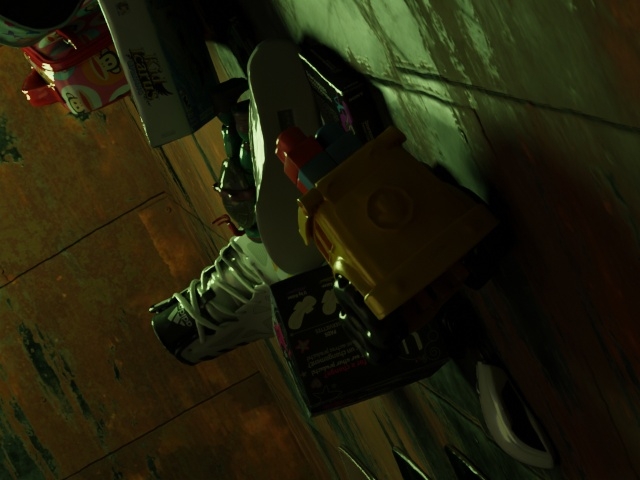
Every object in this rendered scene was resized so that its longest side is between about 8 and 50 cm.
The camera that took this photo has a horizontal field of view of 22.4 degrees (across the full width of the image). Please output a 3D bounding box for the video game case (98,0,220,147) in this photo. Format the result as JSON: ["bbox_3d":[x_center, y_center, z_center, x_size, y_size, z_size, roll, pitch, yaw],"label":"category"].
[{"bbox_3d":[-0.203,-0.258,2.044,0.269,0.061,0.244,-64,-46,-77],"label":"video game case"}]

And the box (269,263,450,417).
[{"bbox_3d":[0.038,0.105,1.780,0.247,0.163,0.142,94,156,-80],"label":"box"}]

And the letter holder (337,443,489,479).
[{"bbox_3d":[0.162,0.357,2.027,0.302,0.152,0.214,42,157,62],"label":"letter holder"}]

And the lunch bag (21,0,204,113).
[{"bbox_3d":[-0.320,-0.282,2.331,0.120,0.258,0.293,59,170,-25],"label":"lunch bag"}]

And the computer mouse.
[{"bbox_3d":[0.178,0.161,1.679,0.193,0.042,0.106,58,169,16],"label":"computer mouse"}]

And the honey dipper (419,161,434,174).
[{"bbox_3d":[0.090,-0.046,1.584,0.030,0.030,0.160,60,174,7],"label":"honey dipper"}]

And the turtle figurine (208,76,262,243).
[{"bbox_3d":[-0.076,-0.081,2.036,0.175,0.118,0.234,20,134,43],"label":"turtle figurine"}]

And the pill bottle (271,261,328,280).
[{"bbox_3d":[0.000,0.000,1.912,0.117,0.117,0.215,59,170,8],"label":"pill bottle"}]

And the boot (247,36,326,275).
[{"bbox_3d":[-0.029,-0.088,1.775,0.123,0.095,0.258,67,-161,-85],"label":"boot"}]

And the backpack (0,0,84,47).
[{"bbox_3d":[-0.424,-0.400,2.245,0.225,0.253,0.191,31,152,-27],"label":"backpack"}]

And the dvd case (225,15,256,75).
[{"bbox_3d":[-0.083,-0.217,2.023,0.119,0.013,0.087,61,171,3],"label":"dvd case"}]

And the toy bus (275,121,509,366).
[{"bbox_3d":[0.043,-0.013,1.454,0.211,0.149,0.220,48,170,11],"label":"toy bus"}]

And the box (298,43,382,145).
[{"bbox_3d":[0.035,-0.113,1.667,0.116,0.029,0.162,48,166,53],"label":"box"}]

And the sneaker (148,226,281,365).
[{"bbox_3d":[-0.118,0.082,2.344,0.169,0.257,0.447,58,170,15],"label":"sneaker"}]
